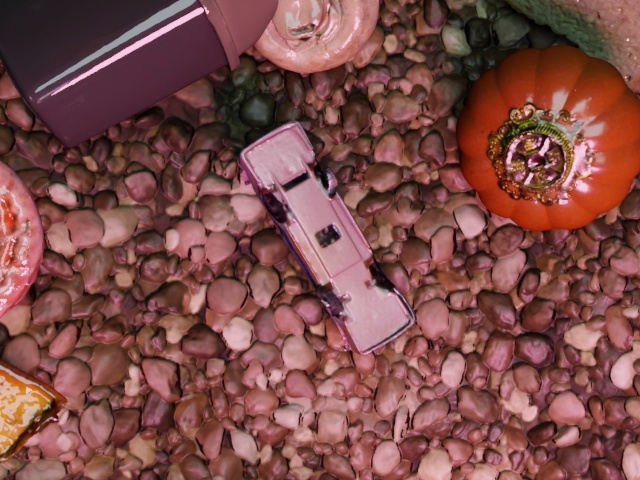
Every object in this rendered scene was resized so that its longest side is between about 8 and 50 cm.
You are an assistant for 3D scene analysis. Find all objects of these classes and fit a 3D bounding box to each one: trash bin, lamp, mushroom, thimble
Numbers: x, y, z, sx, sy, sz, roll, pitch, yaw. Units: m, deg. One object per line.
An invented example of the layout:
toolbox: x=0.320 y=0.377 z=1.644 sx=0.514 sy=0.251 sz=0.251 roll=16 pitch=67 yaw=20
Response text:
trash bin: x=-0.212 y=-0.254 z=1.209 sx=0.290 sy=0.182 sz=0.209 roll=-32 pitch=71 yaw=-5
lamp: x=0.270 y=-0.119 z=1.291 sx=0.223 sy=0.196 sz=0.223 roll=8 pitch=112 yaw=20
mushroom: x=-0.013 y=-0.277 z=1.272 sx=0.166 sy=0.127 sz=0.166 roll=1 pitch=109 yaw=2
thimble: x=-0.421 y=0.001 z=1.181 sx=0.239 sy=0.162 sz=0.239 roll=0 pitch=91 yaw=-10

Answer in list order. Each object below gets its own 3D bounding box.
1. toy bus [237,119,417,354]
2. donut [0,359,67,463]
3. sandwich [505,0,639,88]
toy bus: x=0.000 y=0.000 z=1.278 sx=0.090 sy=0.112 sz=0.274 roll=-31 pitch=93 yaw=-10
donut: x=-0.419 y=0.210 z=1.198 sx=0.259 sy=0.101 sz=0.152 roll=-41 pitch=94 yaw=-9
sandwich: x=0.338 y=-0.320 z=1.285 sx=0.273 sy=0.249 sz=0.095 roll=33 pitch=66 yaw=-8
